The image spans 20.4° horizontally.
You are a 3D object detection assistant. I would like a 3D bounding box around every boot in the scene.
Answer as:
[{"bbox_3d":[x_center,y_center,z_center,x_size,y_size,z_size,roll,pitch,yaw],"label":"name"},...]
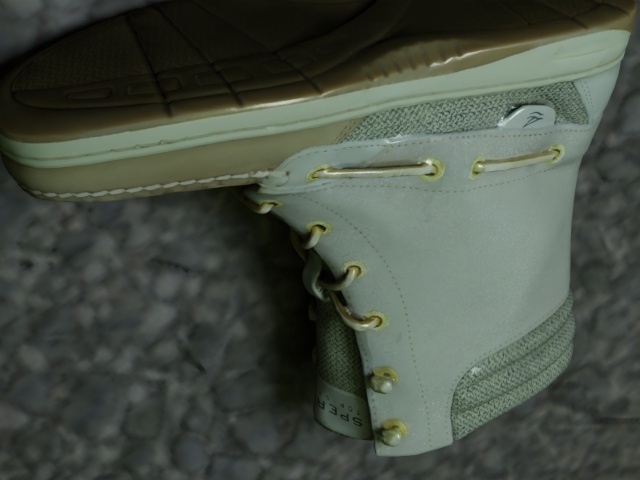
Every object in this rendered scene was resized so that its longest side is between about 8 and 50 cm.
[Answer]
[{"bbox_3d":[0.000,0.000,0.589,0.213,0.077,0.165,-12,127,-21],"label":"boot"}]
